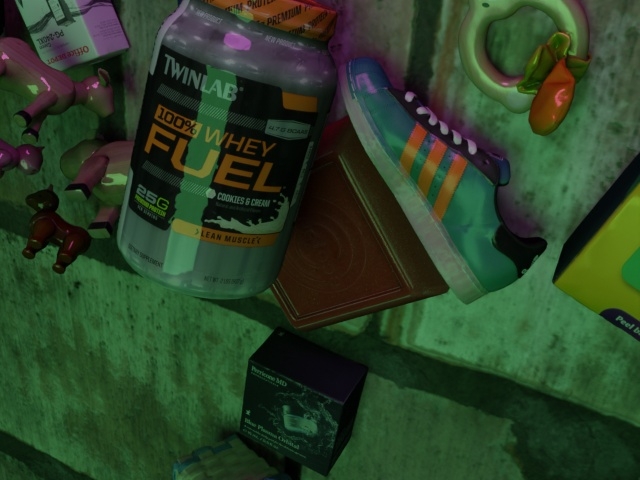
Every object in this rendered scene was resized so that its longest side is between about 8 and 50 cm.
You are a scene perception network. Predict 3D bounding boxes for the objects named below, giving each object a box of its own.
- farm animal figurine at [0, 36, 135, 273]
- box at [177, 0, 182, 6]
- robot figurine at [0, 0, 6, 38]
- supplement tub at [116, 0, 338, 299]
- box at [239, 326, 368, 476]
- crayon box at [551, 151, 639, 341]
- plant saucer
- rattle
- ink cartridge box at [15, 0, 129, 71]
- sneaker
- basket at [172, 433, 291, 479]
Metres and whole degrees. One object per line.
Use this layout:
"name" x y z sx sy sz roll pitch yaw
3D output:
"farm animal figurine" -0.303 -0.112 0.907 0.327 0.172 0.330 10 136 3
"box" -0.108 -0.283 0.788 0.137 0.036 0.225 13 120 23
"robot figurine" -0.523 -0.319 0.892 0.209 0.174 0.278 45 143 10
"supplement tub" -0.098 -0.112 0.715 0.194 0.193 0.315 24 112 16
"box" -0.029 0.240 0.991 0.156 0.093 0.158 21 123 18
"crayon box" 0.457 0.012 0.589 0.363 0.106 0.313 34 126 8
"plant saucer" 0.000 0.000 0.874 0.259 0.048 0.258 -20 104 36
"rattle" 0.158 -0.201 0.624 0.199 0.143 0.130 53 146 -13
"ink cartridge box" -0.339 -0.308 0.884 0.109 0.063 0.150 -7 111 32
"sneaker" 0.135 -0.085 0.729 0.121 0.108 0.302 -31 92 17
"basket" -0.130 0.497 1.095 0.289 0.201 0.254 35 130 36
